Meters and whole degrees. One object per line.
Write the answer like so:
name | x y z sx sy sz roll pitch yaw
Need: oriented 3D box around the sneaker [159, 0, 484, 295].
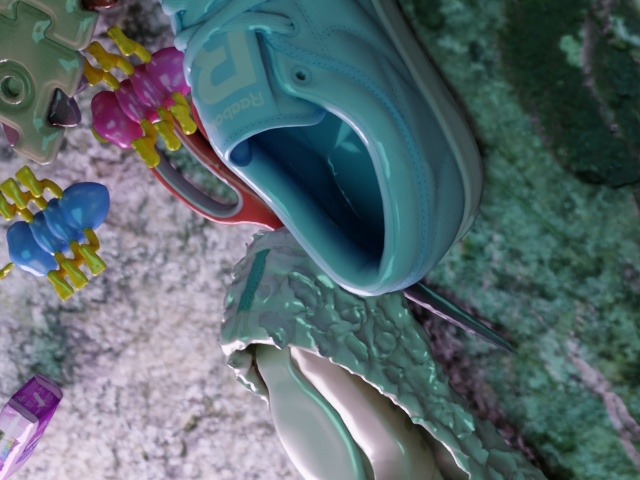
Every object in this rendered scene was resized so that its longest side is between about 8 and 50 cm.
sneaker | -0.032 -0.125 1.013 0.135 0.150 0.366 -35 99 30

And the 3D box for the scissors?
scissors | 0.000 0.000 1.157 0.297 0.021 0.109 44 120 -9

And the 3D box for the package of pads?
package of pads | -0.233 0.147 1.299 0.032 0.050 0.083 36 124 4

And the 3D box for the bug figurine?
bug figurine | -0.195 -0.111 1.119 0.216 0.072 0.279 -33 93 23

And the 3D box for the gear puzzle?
gear puzzle | -0.178 -0.226 1.001 0.175 0.044 0.339 27 116 12

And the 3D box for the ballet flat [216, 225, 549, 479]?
ballet flat | 0.059 0.172 1.153 0.147 0.147 0.409 -28 109 30
